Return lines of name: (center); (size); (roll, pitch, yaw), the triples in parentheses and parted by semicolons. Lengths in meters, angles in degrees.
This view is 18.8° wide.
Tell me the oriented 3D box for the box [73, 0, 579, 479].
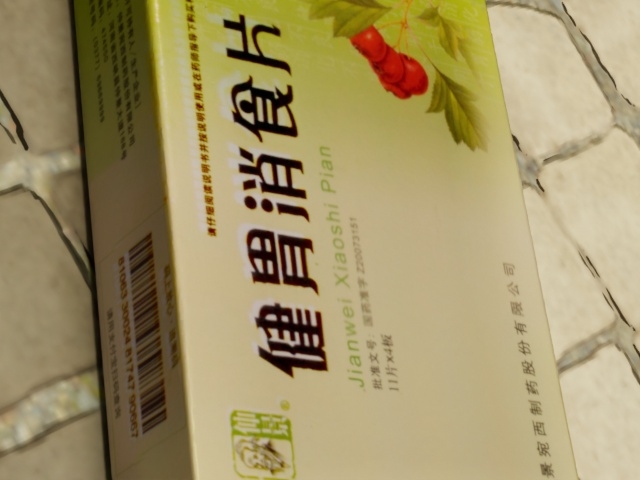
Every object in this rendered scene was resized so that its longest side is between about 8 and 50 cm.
box: (0.000, 0.001, 0.754); (0.175, 0.062, 0.260); (10, 60, -33)
